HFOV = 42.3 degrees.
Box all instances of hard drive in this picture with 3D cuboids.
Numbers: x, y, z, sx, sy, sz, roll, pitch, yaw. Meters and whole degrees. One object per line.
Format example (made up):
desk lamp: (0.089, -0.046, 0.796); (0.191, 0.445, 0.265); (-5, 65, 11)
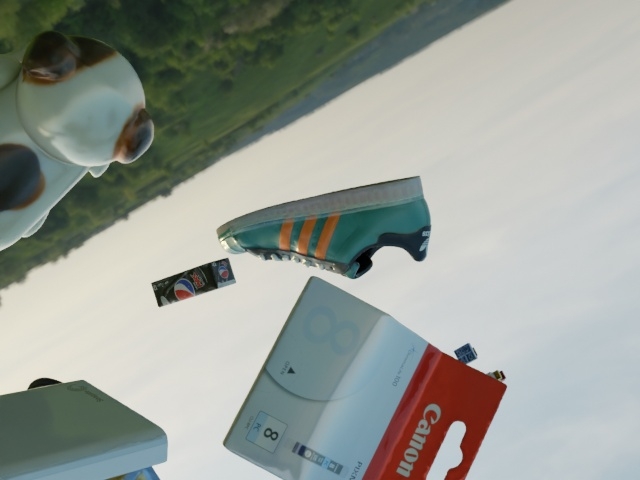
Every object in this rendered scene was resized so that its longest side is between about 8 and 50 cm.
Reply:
hard drive: (-0.387, 0.239, 0.941); (0.353, 0.047, 0.233); (-5, -168, -41)

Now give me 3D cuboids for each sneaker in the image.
sneaker: (0.000, 0.000, 1.103); (0.302, 0.121, 0.108); (-11, -176, 24)

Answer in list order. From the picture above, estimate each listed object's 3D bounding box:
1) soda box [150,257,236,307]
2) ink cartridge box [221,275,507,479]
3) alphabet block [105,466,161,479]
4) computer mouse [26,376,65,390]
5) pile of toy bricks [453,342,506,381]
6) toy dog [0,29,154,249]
soda box: (-0.245, 0.082, 1.588); (0.169, 0.053, 0.060); (-19, 178, 36)
ink cartridge box: (0.081, 0.281, 1.340); (0.308, 0.385, 0.091); (-62, 178, -11)
alphabet block: (-0.313, 0.451, 1.157); (0.197, 0.192, 0.193); (-27, -172, 17)
computer mouse: (-0.426, 0.348, 1.371); (0.184, 0.262, 0.060); (-23, -173, 26)
pile of toy bricks: (0.226, 0.260, 1.506); (0.212, 0.118, 0.105); (-34, 156, 20)
toy dog: (-0.460, -0.173, 1.301); (0.408, 0.284, 0.395); (-31, -158, 21)
